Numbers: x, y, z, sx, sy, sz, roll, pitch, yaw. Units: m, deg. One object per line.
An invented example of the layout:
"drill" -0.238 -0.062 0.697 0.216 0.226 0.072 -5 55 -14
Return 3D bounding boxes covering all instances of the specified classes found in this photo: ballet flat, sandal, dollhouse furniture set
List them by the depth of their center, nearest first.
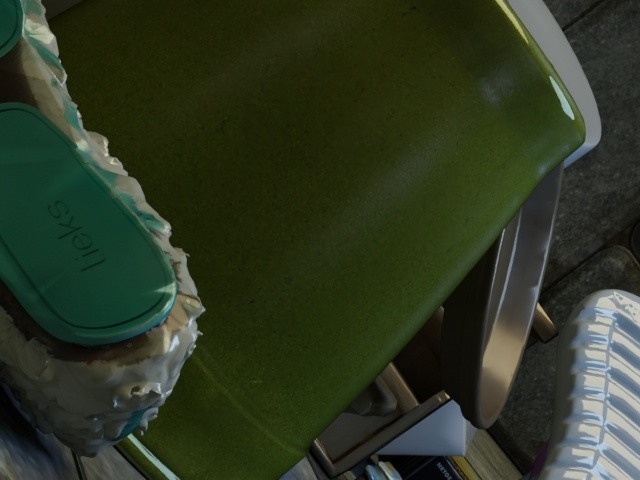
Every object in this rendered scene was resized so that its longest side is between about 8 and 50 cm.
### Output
"ballet flat" -0.196 -0.045 1.105 0.409 0.147 0.147 59 6 31
"dollhouse furniture set" 0.056 0.080 1.732 0.362 0.256 0.394 55 3 8
"sandal" 0.246 0.238 1.777 0.169 0.416 0.102 27 -34 -11

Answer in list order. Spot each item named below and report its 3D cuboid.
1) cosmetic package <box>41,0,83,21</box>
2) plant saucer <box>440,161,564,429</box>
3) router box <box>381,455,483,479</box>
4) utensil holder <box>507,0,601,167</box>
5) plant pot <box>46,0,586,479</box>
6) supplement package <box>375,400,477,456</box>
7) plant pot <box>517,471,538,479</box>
"cosmetic package" -0.125 -0.162 1.608 0.160 0.113 0.309 21 -14 -26
"plant saucer" 0.144 0.010 1.560 0.041 0.278 0.278 13 -7 14
"router box" 0.191 0.356 2.253 0.309 0.081 0.243 53 3 -5
"utensil holder" 0.057 -0.123 2.098 0.327 0.385 0.328 45 26 -28
"plant pot" -0.026 -0.057 1.326 0.366 0.353 0.366 53 4 -5
"supplement package" 0.099 0.150 2.138 0.244 0.139 0.134 -16 107 -81
"plant pot" 0.247 0.337 1.914 0.196 0.293 0.293 14 31 -41
